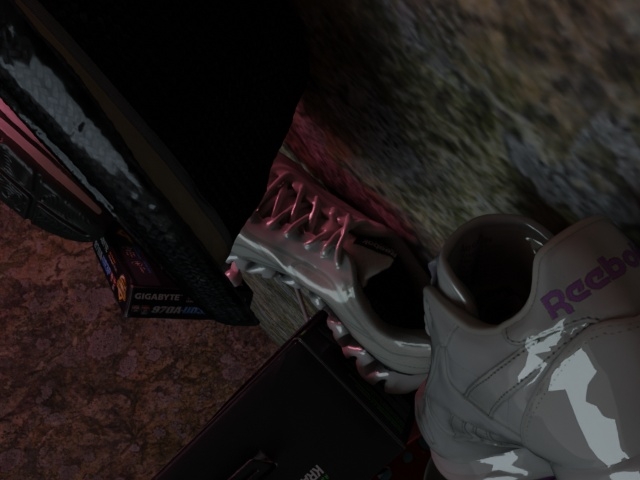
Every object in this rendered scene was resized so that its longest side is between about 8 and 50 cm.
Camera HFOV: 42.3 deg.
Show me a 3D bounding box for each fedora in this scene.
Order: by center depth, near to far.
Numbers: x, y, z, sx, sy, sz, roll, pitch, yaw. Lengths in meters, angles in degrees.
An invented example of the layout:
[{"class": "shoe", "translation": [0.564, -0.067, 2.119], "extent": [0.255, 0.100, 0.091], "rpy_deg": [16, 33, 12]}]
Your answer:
[{"class": "fedora", "translation": [-0.102, -0.101, 0.499], "extent": [0.334, 0.152, 0.334], "rpy_deg": [45, 170, 10]}]

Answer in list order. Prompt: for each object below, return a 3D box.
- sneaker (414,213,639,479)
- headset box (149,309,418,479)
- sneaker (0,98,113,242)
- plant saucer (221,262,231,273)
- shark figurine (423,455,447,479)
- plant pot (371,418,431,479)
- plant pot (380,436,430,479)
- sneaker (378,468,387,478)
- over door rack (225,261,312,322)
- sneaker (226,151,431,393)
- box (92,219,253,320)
[{"class": "sneaker", "translation": [0.112, 0.059, 0.444], "extent": [0.152, 0.114, 0.305], "rpy_deg": [60, 166, 4]}, {"class": "headset box", "translation": [-0.031, 0.189, 0.808], "extent": [0.131, 0.246, 0.283], "rpy_deg": [46, -165, 3]}, {"class": "sneaker", "translation": [-0.416, -0.218, 1.178], "extent": [0.447, 0.257, 0.169], "rpy_deg": [42, 147, -5]}, {"class": "plant saucer", "translation": [-0.170, 0.015, 1.128], "extent": [0.119, 0.021, 0.119], "rpy_deg": [38, -178, -2]}, {"class": "shark figurine", "translation": [0.167, 0.236, 0.817], "extent": [0.278, 0.116, 0.166], "rpy_deg": [49, 171, -1]}, {"class": "plant pot", "translation": [0.059, 0.236, 1.041], "extent": [0.174, 0.191, 0.191], "rpy_deg": [44, 170, 36]}, {"class": "plant pot", "translation": [0.176, 0.415, 1.228], "extent": [0.293, 0.196, 0.293], "rpy_deg": [45, 170, 10]}, {"class": "sneaker", "translation": [0.012, 0.289, 1.263], "extent": [0.124, 0.178, 0.295], "rpy_deg": [14, -147, -20]}, {"class": "over door rack", "translation": [-0.117, -0.009, 1.057], "extent": [0.239, 0.108, 0.324], "rpy_deg": [39, 168, 42]}, {"class": "sneaker", "translation": [0.000, 0.000, 0.654], "extent": [0.292, 0.110, 0.118], "rpy_deg": [39, 162, 1]}, {"class": "box", "translation": [-0.217, 0.041, 1.186], "extent": [0.175, 0.051, 0.220], "rpy_deg": [6, -158, -29]}]
